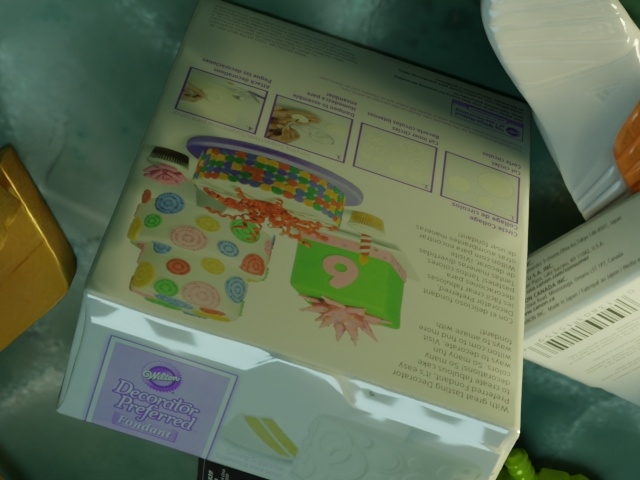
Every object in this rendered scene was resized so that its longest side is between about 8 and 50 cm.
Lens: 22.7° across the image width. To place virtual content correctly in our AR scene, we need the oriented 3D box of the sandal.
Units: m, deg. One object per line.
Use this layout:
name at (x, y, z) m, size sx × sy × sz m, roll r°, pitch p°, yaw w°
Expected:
sandal at (0.178, -0.104, 1.020) m, size 0.102 × 0.076 × 0.265 m, roll -26°, pitch 132°, yaw 13°

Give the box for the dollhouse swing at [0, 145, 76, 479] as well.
dollhouse swing at (-0.237, 0.195, 1.125) m, size 0.315 × 0.347 × 0.305 m, roll -37°, pitch 112°, yaw 28°

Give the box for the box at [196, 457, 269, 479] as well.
box at (0.010, 0.171, 1.173) m, size 0.163 × 0.142 × 0.247 m, roll 29°, pitch 130°, yaw 27°

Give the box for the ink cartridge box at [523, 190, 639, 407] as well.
ink cartridge box at (0.290, 0.020, 1.093) m, size 0.275 × 0.060 × 0.239 m, roll -32°, pitch 147°, yaw 26°

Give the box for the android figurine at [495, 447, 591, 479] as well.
android figurine at (0.174, 0.277, 1.307) m, size 0.248 × 0.056 × 0.273 m, roll -18°, pitch 121°, yaw 20°

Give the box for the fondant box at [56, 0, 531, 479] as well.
fondant box at (0.000, 0.000, 0.965) m, size 0.238 × 0.330 × 0.096 m, roll 18°, pitch 125°, yaw -4°
